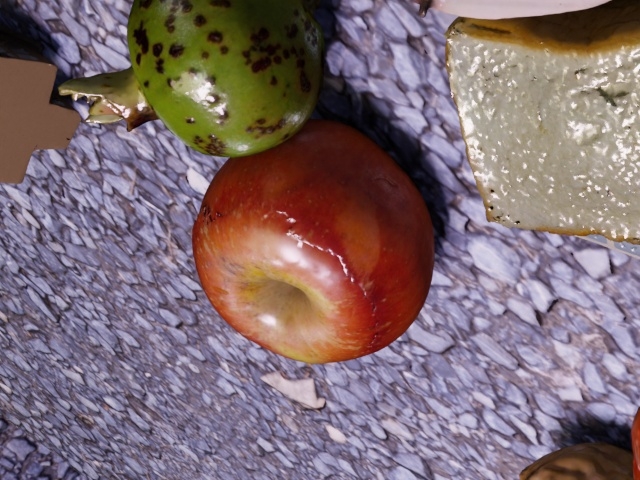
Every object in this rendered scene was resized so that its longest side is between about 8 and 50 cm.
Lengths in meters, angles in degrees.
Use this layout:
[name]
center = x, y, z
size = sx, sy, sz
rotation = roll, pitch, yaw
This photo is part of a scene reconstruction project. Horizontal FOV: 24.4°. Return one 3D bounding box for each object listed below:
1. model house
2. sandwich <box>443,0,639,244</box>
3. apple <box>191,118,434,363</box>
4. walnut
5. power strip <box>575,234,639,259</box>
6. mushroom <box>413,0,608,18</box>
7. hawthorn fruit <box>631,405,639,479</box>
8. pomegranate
[model house]
center = -0.432, -0.193, 1.892
size = 0.248, 0.176, 0.181
rotation = 39, 115, 46
[sandwich]
center = 0.229, -0.090, 1.216
size = 0.251, 0.087, 0.226
rotation = 11, 128, 41
[apple]
center = 0.000, 0.000, 1.545
size = 0.251, 0.206, 0.272
rotation = -3, 132, 40
[walnut]
center = 0.320, 0.329, 1.618
size = 0.245, 0.198, 0.198
rotation = 41, 153, 10
[power strip]
center = 0.236, -0.042, 1.360
size = 0.192, 0.035, 0.081
rotation = 21, 146, 33
[mushroom]
center = 0.173, -0.283, 1.025
size = 0.173, 0.162, 0.236
rotation = 2, 149, -17
[hawthorn fruit]
center = 0.406, 0.219, 1.298
size = 0.284, 0.284, 0.284
rotation = 31, 150, 20
[pomegranate]
center = -0.115, -0.167, 1.419
size = 0.211, 0.263, 0.211
rotation = 61, -173, -12
